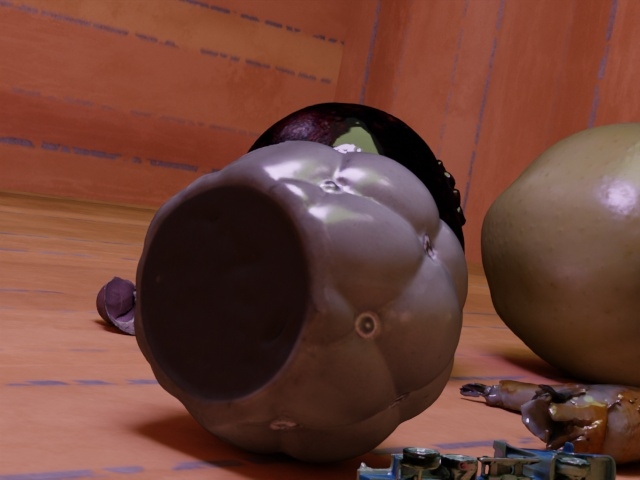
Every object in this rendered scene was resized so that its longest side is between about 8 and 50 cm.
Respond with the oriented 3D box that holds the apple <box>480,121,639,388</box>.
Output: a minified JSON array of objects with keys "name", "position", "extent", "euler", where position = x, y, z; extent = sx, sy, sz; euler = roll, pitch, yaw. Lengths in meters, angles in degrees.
[{"name":"apple","position":[0.386,0.021,1.691],"extent":[0.357,0.357,0.357],"euler":[10,4,-1]}]

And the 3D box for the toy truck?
[{"name":"toy truck","position":[0.096,0.161,0.851],"extent":[0.175,0.067,0.081],"euler":[5,0,-25]}]

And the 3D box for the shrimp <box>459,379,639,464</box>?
[{"name":"shrimp","position":[0.252,0.155,1.264],"extent":[0.185,0.068,0.287],"euler":[8,4,-8]}]

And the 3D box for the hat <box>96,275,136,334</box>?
[{"name":"hat","position":[-0.215,0.079,1.448],"extent":[0.058,0.042,0.087],"euler":[4,41,-34]}]

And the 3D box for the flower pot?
[{"name":"flower pot","position":[-0.009,0.043,1.001],"extent":[0.246,0.246,0.195],"euler":[13,3,39]}]

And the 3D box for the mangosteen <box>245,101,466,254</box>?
[{"name":"mangosteen","position":[0.013,0.005,1.517],"extent":[0.297,0.313,0.297],"euler":[43,14,-14]}]
